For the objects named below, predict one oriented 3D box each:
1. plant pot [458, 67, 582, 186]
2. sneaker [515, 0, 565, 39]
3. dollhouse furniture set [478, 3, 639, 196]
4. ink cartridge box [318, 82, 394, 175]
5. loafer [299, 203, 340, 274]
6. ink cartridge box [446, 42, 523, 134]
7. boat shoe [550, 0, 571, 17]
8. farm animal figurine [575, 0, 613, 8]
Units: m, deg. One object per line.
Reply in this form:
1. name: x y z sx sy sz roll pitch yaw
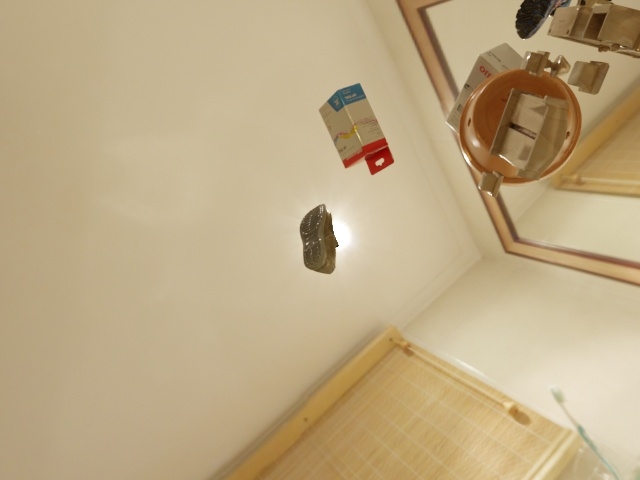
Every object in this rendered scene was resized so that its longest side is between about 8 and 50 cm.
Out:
1. plant pot: 0.470 -0.279 1.201 0.203 0.291 0.291 -7 -72 -70
2. sneaker: 0.577 -0.604 1.263 0.087 0.083 0.221 8 -55 -39
3. dollhouse furniture set: 0.445 -0.196 0.877 0.174 0.303 0.355 13 -68 -1
4. ink cartridge box: 0.096 -0.286 1.370 0.078 0.134 0.231 -25 -90 -25
5. loafer: 0.000 0.000 1.412 0.094 0.251 0.087 -28 -51 27
6. ink cartridge box: 0.540 -0.416 1.556 0.121 0.289 0.211 -31 -109 -21
7. boat shoe: 0.683 -0.724 1.469 0.258 0.089 0.109 -55 -16 -51
8. farm animal figurine: 0.865 -0.884 1.617 0.172 0.327 0.330 7 -112 -8
